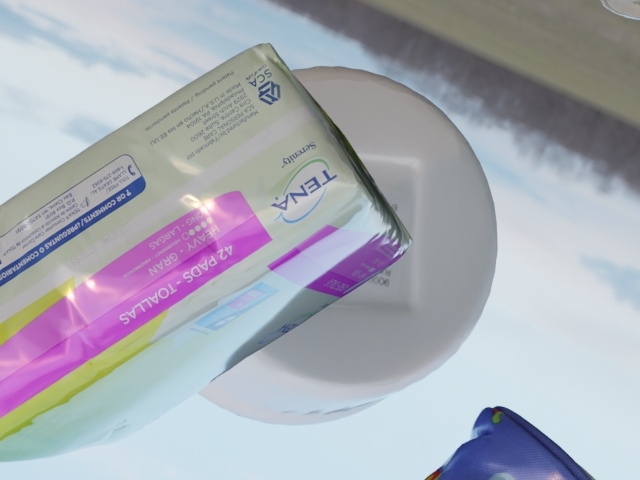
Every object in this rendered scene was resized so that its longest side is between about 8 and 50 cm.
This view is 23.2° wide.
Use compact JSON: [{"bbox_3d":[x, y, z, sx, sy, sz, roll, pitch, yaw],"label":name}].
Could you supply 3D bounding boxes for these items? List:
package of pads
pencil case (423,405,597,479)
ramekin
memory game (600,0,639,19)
[{"bbox_3d":[-0.077,0.020,0.813,0.101,0.229,0.296,57,-175,9],"label":"package of pads"},{"bbox_3d":[0.035,0.220,0.869,0.119,0.306,0.133,49,178,-23],"label":"pencil case"},{"bbox_3d":[0.000,0.000,1.186,0.277,0.277,0.135,23,165,-15],"label":"ramekin"},{"bbox_3d":[0.158,-0.111,0.525,0.186,0.012,0.186,9,162,3],"label":"memory game"}]
